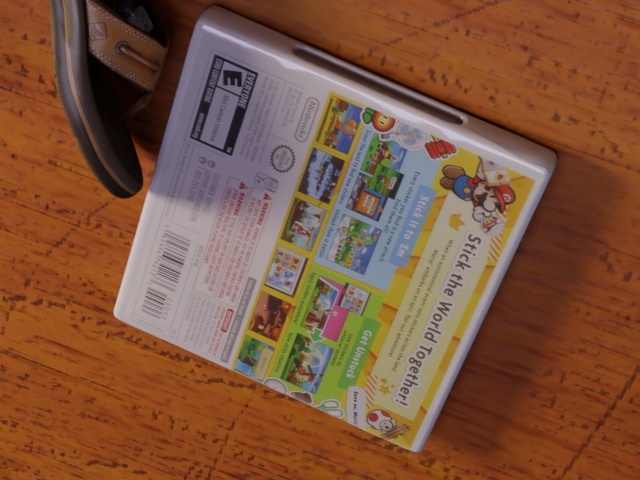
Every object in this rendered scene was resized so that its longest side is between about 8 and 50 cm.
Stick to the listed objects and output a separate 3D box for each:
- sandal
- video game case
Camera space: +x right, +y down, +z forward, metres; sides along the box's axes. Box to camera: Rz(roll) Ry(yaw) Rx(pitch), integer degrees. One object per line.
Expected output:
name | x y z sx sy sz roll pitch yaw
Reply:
sandal | -0.113 -0.121 0.929 0.060 0.090 0.219 -7 116 0
video game case | 0.000 0.000 0.993 0.206 0.026 0.227 24 128 4
